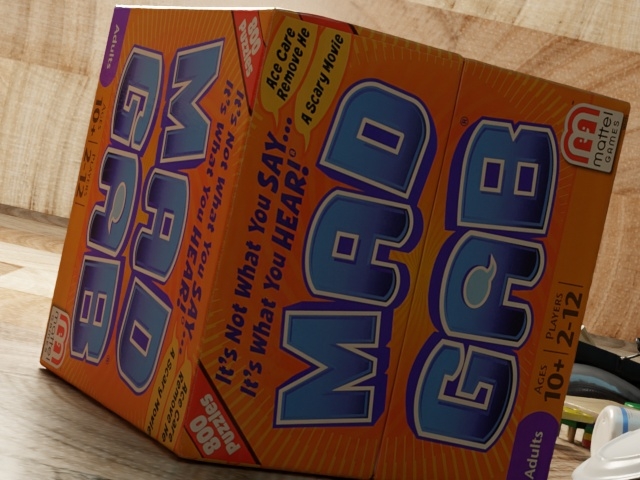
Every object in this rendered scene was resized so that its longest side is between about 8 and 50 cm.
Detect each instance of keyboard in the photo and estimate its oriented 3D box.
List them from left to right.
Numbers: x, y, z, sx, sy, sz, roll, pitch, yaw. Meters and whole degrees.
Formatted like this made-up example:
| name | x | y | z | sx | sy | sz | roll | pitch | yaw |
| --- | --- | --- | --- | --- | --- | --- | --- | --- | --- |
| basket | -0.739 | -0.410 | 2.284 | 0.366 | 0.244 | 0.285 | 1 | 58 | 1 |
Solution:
| name | x | y | z | sx | sy | sz | roll | pitch | yaw |
| --- | --- | --- | --- | --- | --- | --- | --- | --- | --- |
| keyboard | 0.389 | 0.174 | 2.181 | 0.202 | 0.033 | 0.317 | -20 | -23 | 31 |

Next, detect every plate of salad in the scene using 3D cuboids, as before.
| name | x | y | z | sx | sy | sz | roll | pitch | yaw |
| --- | --- | --- | --- | --- | --- | --- | --- | --- | --- |
| plate of salad | 0.331 | 0.198 | 1.494 | 0.200 | 0.048 | 0.200 | -18 | 0 | 0 |

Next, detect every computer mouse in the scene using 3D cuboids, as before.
| name | x | y | z | sx | sy | sz | roll | pitch | yaw |
| --- | --- | --- | --- | --- | --- | --- | --- | --- | --- |
| computer mouse | 0.377 | 0.203 | 2.053 | 0.272 | 0.072 | 0.188 | 12 | 3 | -7 |

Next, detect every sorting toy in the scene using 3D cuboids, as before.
| name | x | y | z | sx | sy | sz | roll | pitch | yaw |
| --- | --- | --- | --- | --- | --- | --- | --- | --- | --- |
| sorting toy | 0.327 | 0.214 | 1.832 | 0.275 | 0.046 | 0.132 | 11 | 3 | -41 |

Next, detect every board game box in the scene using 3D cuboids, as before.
| name | x | y | z | sx | sy | sz | roll | pitch | yaw |
| --- | --- | --- | --- | --- | --- | --- | --- | --- | --- |
| board game box | 0.000 | 0.000 | 1.459 | 0.356 | 0.356 | 0.356 | 11 | 3 | -28 |

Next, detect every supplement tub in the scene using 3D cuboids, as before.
| name | x | y | z | sx | sy | sz | roll | pitch | yaw |
| --- | --- | --- | --- | --- | --- | --- | --- | --- | --- |
| supplement tub | 0.338 | 0.213 | 1.658 | 0.107 | 0.071 | 0.071 | 12 | 3 | -5 |

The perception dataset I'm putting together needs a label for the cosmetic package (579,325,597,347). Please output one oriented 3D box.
| name | x | y | z | sx | sy | sz | roll | pitch | yaw |
| --- | --- | --- | --- | --- | --- | --- | --- | --- | --- |
| cosmetic package | 0.382 | 0.173 | 2.369 | 0.060 | 0.041 | 0.115 | 18 | -34 | 57 |
